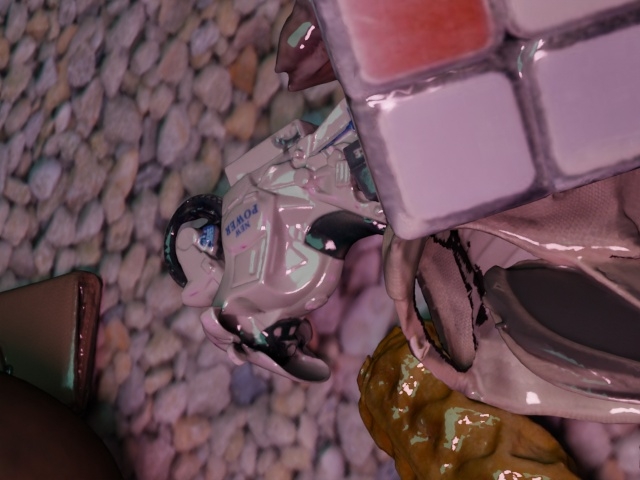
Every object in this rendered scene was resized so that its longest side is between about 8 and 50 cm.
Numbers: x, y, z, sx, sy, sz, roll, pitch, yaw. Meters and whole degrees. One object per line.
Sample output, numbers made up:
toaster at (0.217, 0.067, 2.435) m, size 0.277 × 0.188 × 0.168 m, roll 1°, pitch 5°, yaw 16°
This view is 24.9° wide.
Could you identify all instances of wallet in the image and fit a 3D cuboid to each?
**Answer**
wallet at (-0.226, 0.087, 1.092) m, size 0.153 × 0.039 × 0.118 m, roll -15°, pitch 67°, yaw 38°

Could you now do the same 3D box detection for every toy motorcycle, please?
toy motorcycle at (0.000, 0.000, 0.867) m, size 0.221 × 0.102 × 0.150 m, roll -33°, pitch 65°, yaw 26°

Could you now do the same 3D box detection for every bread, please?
bread at (0.129, 0.172, 0.718) m, size 0.077 × 0.084 × 0.367 m, roll -30°, pitch 51°, yaw -14°

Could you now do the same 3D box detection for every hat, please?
hat at (0.159, 0.034, 0.647) m, size 0.275 × 0.232 × 0.161 m, roll 30°, pitch 85°, yaw 44°

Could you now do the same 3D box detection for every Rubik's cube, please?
Rubik's cube at (0.101, -0.189, 0.607) m, size 0.259 × 0.253 × 0.256 m, roll -18°, pitch 26°, yaw 5°

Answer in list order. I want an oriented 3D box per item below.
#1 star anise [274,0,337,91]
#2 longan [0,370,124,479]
star anise at (0.049, -0.195, 0.877) m, size 0.236 × 0.093 × 0.229 m, roll 11°, pitch 87°, yaw 45°
longan at (-0.251, 0.213, 0.950) m, size 0.300 × 0.300 × 0.243 m, roll -4°, pitch 32°, yaw 42°
